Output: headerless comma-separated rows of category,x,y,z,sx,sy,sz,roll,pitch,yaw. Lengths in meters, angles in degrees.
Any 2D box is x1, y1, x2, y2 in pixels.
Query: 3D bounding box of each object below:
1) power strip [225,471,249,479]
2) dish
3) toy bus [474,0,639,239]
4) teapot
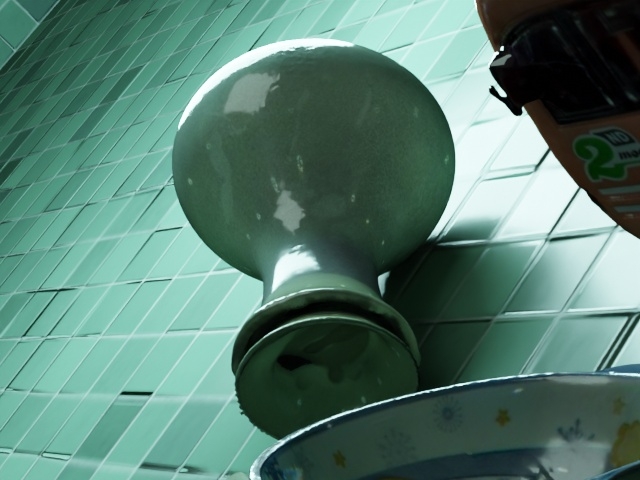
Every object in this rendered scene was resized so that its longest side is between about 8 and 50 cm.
power strip,-0.048,0.189,0.881,0.118,0.046,0.270,-44,10,-8
dish,0.082,0.122,0.723,0.236,0.086,0.228,-13,7,-19
toy bus,0.254,-0.131,0.713,0.427,0.233,0.203,-9,41,57
teapot,0.000,0.000,1.061,0.183,0.183,0.251,-36,34,24
